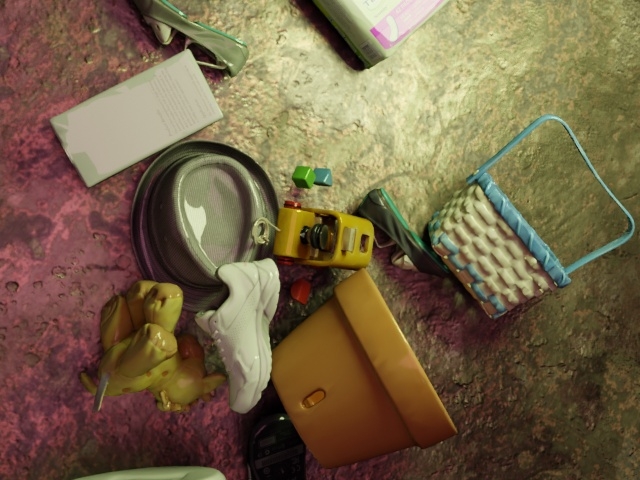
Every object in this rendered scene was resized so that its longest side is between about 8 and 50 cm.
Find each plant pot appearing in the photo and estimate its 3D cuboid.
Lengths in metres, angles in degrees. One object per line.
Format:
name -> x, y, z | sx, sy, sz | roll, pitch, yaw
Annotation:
plant pot -> 0.051, 0.215, 1.305 | 0.203, 0.291, 0.290 | -29, 99, 2

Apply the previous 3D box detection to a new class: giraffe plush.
giraffe plush -> -0.235, 0.183, 1.270 | 0.170, 0.181, 0.210 | 32, 69, -37

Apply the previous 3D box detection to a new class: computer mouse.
computer mouse -> -0.100, 0.406, 1.356 | 0.184, 0.060, 0.262 | -20, 107, -21

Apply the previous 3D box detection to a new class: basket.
basket -> 0.336, -0.035, 1.403 | 0.289, 0.201, 0.254 | -34, 102, 17

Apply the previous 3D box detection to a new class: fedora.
fedora -> -0.164, -0.023, 1.300 | 0.244, 0.124, 0.275 | -2, 90, -17

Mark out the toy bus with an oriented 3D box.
toy bus -> 0.007, -0.004, 1.323 | 0.202, 0.104, 0.191 | -56, 140, -39

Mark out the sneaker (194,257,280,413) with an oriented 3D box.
sneaker -> -0.130, 0.138, 1.241 | 0.115, 0.090, 0.232 | 4, 93, -18

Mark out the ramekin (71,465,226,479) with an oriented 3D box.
ramekin -> -0.255, 0.405, 1.198 | 0.277, 0.277, 0.135 | -2, 82, -18

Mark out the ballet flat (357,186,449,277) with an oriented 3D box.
ballet flat -> 0.134, 0.000, 1.431 | 0.074, 0.074, 0.203 | -46, 109, -13

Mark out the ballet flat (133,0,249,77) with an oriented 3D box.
ballet flat -> -0.213, -0.321, 1.315 | 0.213, 0.072, 0.068 | 27, 93, -15

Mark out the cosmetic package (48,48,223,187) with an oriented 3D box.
cosmetic package -> -0.272, -0.182, 1.271 | 0.231, 0.085, 0.117 | -27, 99, -4

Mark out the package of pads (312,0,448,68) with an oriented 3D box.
package of pads -> 0.118, -0.468, 1.404 | 0.296, 0.101, 0.229 | -45, 103, -13
